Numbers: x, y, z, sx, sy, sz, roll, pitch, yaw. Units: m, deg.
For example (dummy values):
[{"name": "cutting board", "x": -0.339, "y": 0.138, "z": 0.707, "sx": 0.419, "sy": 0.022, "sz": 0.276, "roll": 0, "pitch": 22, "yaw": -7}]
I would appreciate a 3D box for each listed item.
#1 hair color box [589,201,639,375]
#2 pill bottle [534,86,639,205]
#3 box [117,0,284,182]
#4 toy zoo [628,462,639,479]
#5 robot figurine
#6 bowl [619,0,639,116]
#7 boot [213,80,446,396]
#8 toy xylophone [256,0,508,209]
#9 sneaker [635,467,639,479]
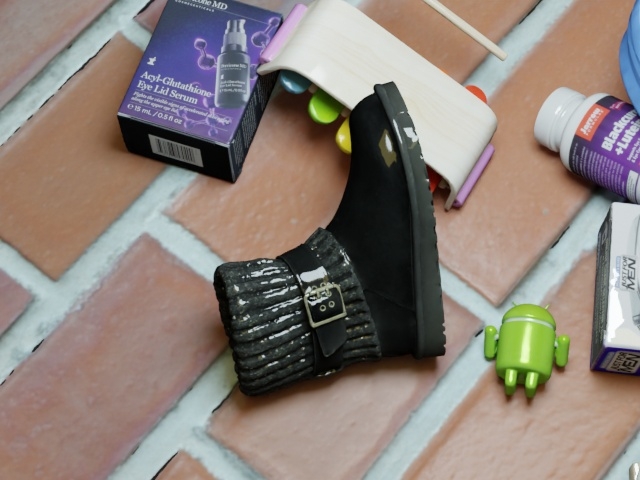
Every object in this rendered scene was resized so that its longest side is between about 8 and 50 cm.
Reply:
[{"name": "hair color box", "x": 0.499, "y": 0.074, "z": 1.712, "sx": 0.339, "sy": 0.110, "sz": 0.185, "roll": 7, "pitch": 68, "yaw": 2}, {"name": "pill bottle", "x": 0.365, "y": -0.117, "z": 1.781, "sx": 0.193, "sy": 0.108, "sz": 0.108, "roll": 30, "pitch": 69, "yaw": 32}, {"name": "box", "x": -0.147, "y": -0.200, "z": 1.835, "sx": 0.153, "sy": 0.108, "sz": 0.207, "roll": 16, "pitch": 68, "yaw": 8}, {"name": "toy zoo", "x": 0.503, "y": 0.350, "z": 1.632, "sx": 0.293, "sy": 0.030, "sz": 0.192, "roll": 1, "pitch": 66, "yaw": 0}, {"name": "robot figurine", "x": 0.244, "y": 0.126, "z": 1.711, "sx": 0.101, "sy": 0.067, "sz": 0.115, "roll": 5, "pitch": 66, "yaw": 12}, {"name": "bowl", "x": 0.538, "y": -0.175, "z": 1.751, "sx": 0.391, "sy": 0.077, "sz": 0.391, "roll": 15, "pitch": 45, "yaw": -16}, {"name": "boot", "x": 0.001, "y": 0.002, "z": 1.669, "sx": 0.260, "sy": 0.131, "sz": 0.347, "roll": -8, "pitch": 99, "yaw": -4}, {"name": "toy xylophone", "x": 0.098, "y": -0.194, "z": 1.791, "sx": 0.323, "sy": 0.081, "sz": 0.236, "roll": 43, "pitch": 67, "yaw": -4}, {"name": "sneaker", "x": 0.496, "y": 0.286, "z": 1.583, "sx": 0.290, "sy": 0.106, "sz": 0.123, "roll": 18, "pitch": 70, "yaw": 9}]
